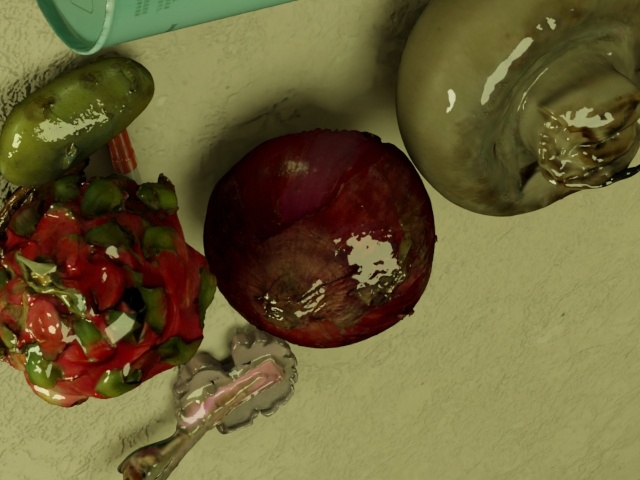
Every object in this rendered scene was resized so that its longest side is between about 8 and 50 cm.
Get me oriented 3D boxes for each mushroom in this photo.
[{"bbox_3d":[0.268,-0.173,1.888,0.362,0.294,0.362,-21,140,-19],"label":"mushroom"}]

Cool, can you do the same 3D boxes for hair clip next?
[{"bbox_3d":[-0.159,0.235,2.157,0.300,0.069,0.173,-42,144,-10],"label":"hair clip"}]

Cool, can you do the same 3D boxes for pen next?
[{"bbox_3d":[-0.210,-0.048,1.866,0.028,0.028,0.239,-26,141,-14],"label":"pen"}]

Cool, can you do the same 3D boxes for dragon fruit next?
[{"bbox_3d":[-0.234,0.047,1.729,0.231,0.237,0.303,-22,-171,25],"label":"dragon fruit"}]

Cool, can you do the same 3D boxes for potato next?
[{"bbox_3d":[-0.255,-0.126,1.708,0.188,0.085,0.105,-34,158,-12],"label":"potato"}]

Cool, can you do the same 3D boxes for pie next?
[{"bbox_3d":[-0.320,-0.022,1.802,0.088,0.033,0.191,-5,134,-41],"label":"pie"}]

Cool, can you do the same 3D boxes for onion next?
[{"bbox_3d":[0.000,0.000,1.884,0.276,0.276,0.276,-21,139,-19],"label":"onion"}]

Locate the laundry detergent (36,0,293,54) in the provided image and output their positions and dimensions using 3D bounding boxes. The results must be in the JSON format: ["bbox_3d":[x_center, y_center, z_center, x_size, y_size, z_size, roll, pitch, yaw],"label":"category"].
[{"bbox_3d":[-0.101,-0.335,1.449,0.305,0.287,0.287,-18,138,-23],"label":"laundry detergent"}]
